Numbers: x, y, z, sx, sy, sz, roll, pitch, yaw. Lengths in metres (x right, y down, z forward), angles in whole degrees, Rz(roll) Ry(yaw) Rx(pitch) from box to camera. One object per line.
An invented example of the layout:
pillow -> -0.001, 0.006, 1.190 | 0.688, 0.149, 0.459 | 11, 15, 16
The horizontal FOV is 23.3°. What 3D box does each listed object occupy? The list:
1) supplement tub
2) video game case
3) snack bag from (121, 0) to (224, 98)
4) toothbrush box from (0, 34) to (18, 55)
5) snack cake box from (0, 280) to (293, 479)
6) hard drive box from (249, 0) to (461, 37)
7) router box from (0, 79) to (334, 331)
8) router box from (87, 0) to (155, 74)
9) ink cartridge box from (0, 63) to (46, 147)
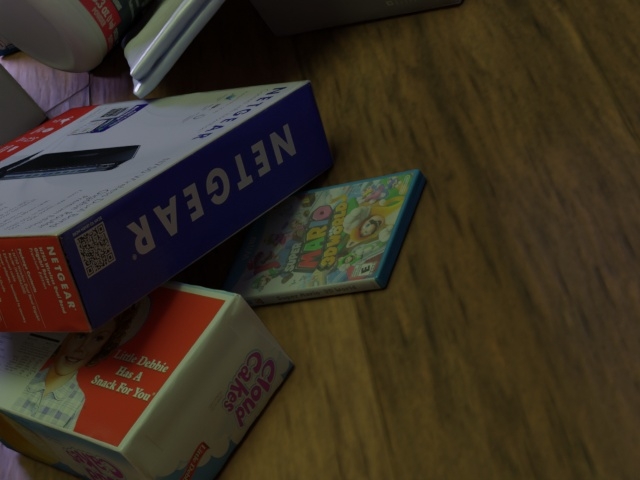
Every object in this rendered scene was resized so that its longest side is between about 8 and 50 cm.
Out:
supplement tub -> -0.248, -0.337, 1.692 | 0.191, 0.191, 0.272 | 13, 62, 50
video game case -> 0.000, 0.000, 1.283 | 0.166, 0.015, 0.119 | -10, 44, 37
snack bag -> -0.097, -0.300, 1.568 | 0.323, 0.037, 0.342 | -51, 16, 6
toothbrush box -> -0.410, -0.411, 1.903 | 0.126, 0.295, 0.216 | -15, 40, 32
snack cake box -> -0.165, 0.109, 1.247 | 0.264, 0.089, 0.152 | 9, 54, 49
hard drive box -> 0.054, -0.304, 1.520 | 0.232, 0.089, 0.181 | -5, 46, 41
router box -> -0.203, -0.031, 1.322 | 0.301, 0.082, 0.335 | -3, 23, 37
router box -> -0.254, -0.254, 1.802 | 0.122, 0.038, 0.092 | -47, 35, -11
ink cartridge box -> -0.460, -0.172, 1.785 | 0.171, 0.168, 0.233 | -45, 33, -7
